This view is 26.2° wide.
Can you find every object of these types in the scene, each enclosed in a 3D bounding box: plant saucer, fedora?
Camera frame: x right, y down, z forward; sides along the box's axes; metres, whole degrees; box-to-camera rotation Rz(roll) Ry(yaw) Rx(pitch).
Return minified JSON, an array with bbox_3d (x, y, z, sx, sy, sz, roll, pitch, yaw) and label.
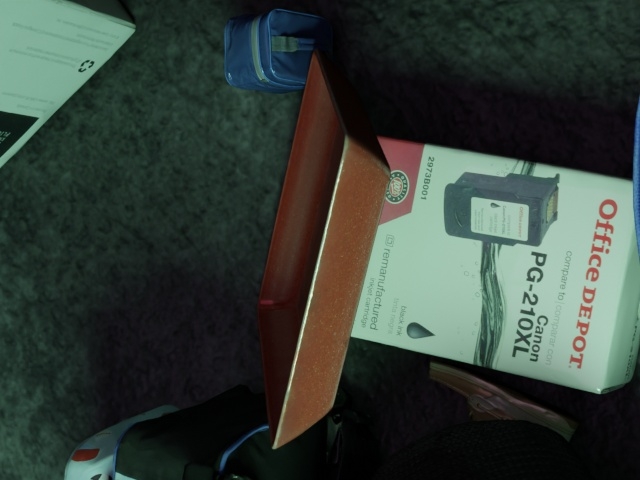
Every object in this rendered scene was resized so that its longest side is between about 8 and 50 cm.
[{"bbox_3d":[0.000,0.000,1.116,0.047,0.258,0.259,9,111,-9],"label":"plant saucer"},{"bbox_3d":[0.118,0.253,1.091,0.334,0.334,0.152,-33,43,19],"label":"fedora"}]

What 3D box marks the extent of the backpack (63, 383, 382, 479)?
[{"bbox_3d":[-0.095,0.266,1.156,0.213,0.276,0.263,2,96,28],"label":"backpack"}]

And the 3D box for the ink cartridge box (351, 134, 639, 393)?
[{"bbox_3d":[0.146,0.016,1.132,0.237,0.100,0.172,12,94,24],"label":"ink cartridge box"}]

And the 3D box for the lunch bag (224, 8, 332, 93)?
[{"bbox_3d":[-0.030,-0.166,1.217,0.065,0.098,0.067,-1,91,42],"label":"lunch bag"}]

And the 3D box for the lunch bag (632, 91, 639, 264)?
[{"bbox_3d":[0.340,-0.020,0.926,0.238,0.328,0.386,-13,81,21],"label":"lunch bag"}]

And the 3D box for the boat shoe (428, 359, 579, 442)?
[{"bbox_3d":[0.147,0.142,1.157,0.135,0.050,0.045,24,93,22],"label":"boat shoe"}]

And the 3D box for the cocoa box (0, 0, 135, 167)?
[{"bbox_3d":[-0.384,-0.225,1.232,0.231,0.347,0.228,-41,74,17],"label":"cocoa box"}]
